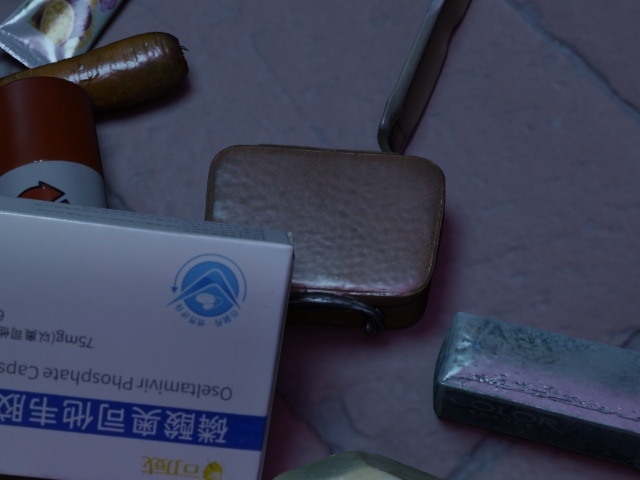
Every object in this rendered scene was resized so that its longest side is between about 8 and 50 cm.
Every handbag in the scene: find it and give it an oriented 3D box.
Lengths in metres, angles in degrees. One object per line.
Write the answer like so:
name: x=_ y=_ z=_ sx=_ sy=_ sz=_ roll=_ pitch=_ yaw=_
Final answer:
handbag: x=0.000 y=0.000 z=1.140 sx=0.193 sy=0.072 sz=0.151 roll=7 pitch=63 yaw=2

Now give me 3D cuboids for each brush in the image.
brush: x=0.102 y=-0.216 z=1.260 sx=0.050 sy=0.060 sz=0.321 roll=13 pitch=62 yaw=21

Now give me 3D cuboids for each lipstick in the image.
lipstick: x=0.229 y=0.126 z=1.068 sx=0.289 sy=0.077 sz=0.076 roll=12 pitch=64 yaw=8

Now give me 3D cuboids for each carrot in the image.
carrot: x=-0.232 y=-0.129 z=1.219 sx=0.247 sy=0.059 sz=0.059 roll=-15 pitch=63 yaw=-3

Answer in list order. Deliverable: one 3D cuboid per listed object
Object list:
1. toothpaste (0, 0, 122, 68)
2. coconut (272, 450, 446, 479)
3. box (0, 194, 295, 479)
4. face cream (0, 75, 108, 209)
toothpaste: x=-0.179 y=-0.277 z=1.299 sx=0.058 sy=0.056 sz=0.314 roll=18 pitch=64 yaw=36
coconut: x=0.040 y=0.255 z=0.938 sx=0.236 sy=0.197 sz=0.237 roll=-3 pitch=53 yaw=4
box: x=-0.201 y=0.072 z=1.017 sx=0.343 sy=0.065 sz=0.200 roll=7 pitch=103 yaw=-7
face cream: x=-0.218 y=-0.020 z=1.137 sx=0.095 sy=0.096 sz=0.214 roll=-10 pitch=63 yaw=-5
